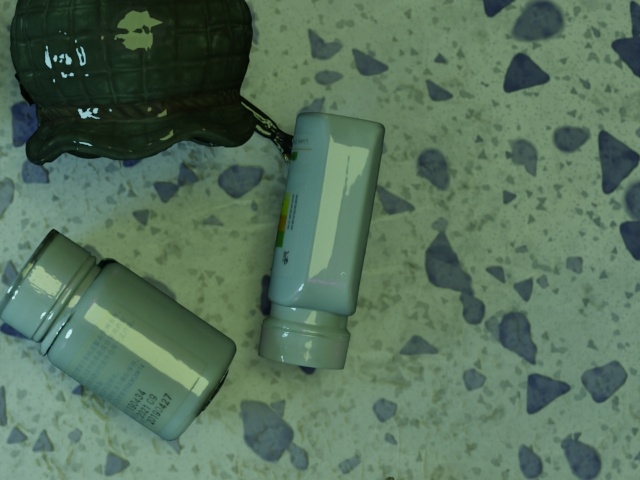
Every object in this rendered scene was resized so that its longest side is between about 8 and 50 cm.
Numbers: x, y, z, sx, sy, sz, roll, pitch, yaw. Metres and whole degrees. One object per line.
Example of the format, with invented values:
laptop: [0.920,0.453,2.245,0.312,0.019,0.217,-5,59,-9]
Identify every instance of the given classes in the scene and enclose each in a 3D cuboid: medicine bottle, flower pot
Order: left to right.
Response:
medicine bottle: [-0.236,0.107,1.879,0.258,0.143,0.143,36,75,-7]
flower pot: [-0.212,-0.203,1.878,0.301,0.302,0.213,-6,96,-14]
medicine bottle: [0.000,0.000,1.936,0.111,0.161,0.296,8,92,-11]

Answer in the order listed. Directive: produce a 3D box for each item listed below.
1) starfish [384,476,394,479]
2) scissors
starfish: [0.042,0.440,1.924,0.301,0.084,0.293,-31,85,-19]
scissors: [-0.060,-0.134,2.025,0.220,0.017,0.088,39,77,-4]
